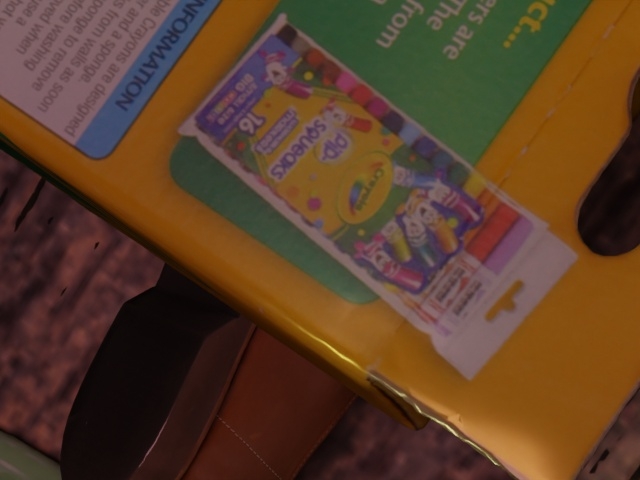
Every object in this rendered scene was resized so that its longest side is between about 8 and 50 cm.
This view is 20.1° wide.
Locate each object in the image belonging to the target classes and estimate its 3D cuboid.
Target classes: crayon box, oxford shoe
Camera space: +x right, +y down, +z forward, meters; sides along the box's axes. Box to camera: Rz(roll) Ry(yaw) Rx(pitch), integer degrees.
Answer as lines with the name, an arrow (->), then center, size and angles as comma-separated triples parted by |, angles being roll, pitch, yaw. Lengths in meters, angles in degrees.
crayon box -> -0.009, -0.093, 0.506 | 0.323, 0.083, 0.203 | 34, 84, 19
oxford shoe -> 0.000, 0.000, 0.578 | 0.212, 0.076, 0.076 | -59, 33, 0

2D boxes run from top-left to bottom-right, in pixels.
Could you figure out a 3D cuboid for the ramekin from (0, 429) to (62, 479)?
ramekin -> -0.195, 0.155, 0.527 | 0.303, 0.303, 0.148 | 23, 107, 16
